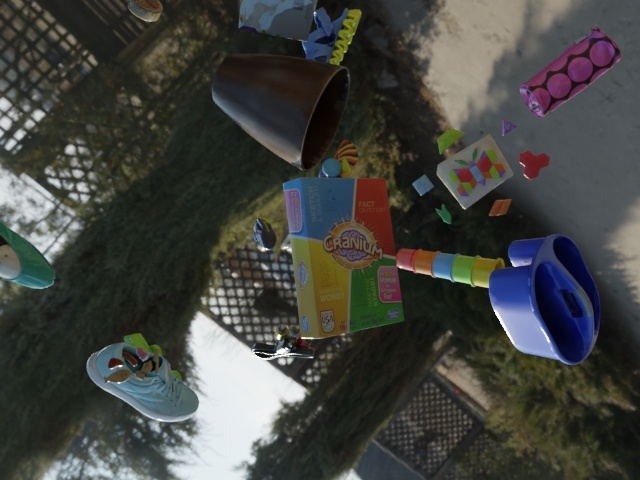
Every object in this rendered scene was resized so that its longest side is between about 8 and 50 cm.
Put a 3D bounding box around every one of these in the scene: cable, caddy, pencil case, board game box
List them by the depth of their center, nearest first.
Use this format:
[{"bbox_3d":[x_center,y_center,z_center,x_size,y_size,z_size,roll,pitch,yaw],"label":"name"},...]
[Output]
[{"bbox_3d":[-0.090,-0.548,1.168,0.142,0.144,0.275,6,-136,-14],"label":"board game box"},{"bbox_3d":[0.052,0.029,1.199,0.242,0.317,0.064,-5,176,-39],"label":"board game box"},{"bbox_3d":[0.542,-0.369,1.260,0.098,0.209,0.095,39,-163,-37],"label":"pencil case"},{"bbox_3d":[0.571,0.143,1.404,0.179,0.241,0.341,-1,130,53],"label":"caddy"},{"bbox_3d":[-0.107,0.311,1.709,0.139,0.072,0.287,27,154,-15],"label":"cable"}]

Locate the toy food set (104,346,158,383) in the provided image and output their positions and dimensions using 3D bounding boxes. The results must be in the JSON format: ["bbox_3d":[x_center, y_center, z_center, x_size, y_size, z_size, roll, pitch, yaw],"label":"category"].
[{"bbox_3d":[-0.423,0.280,1.291,0.019,0.122,0.078,85,178,-66],"label":"toy food set"}]

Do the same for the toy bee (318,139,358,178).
[{"bbox_3d":[0.062,-0.219,2.127,0.162,0.298,0.195,38,-178,1],"label":"toy bee"}]

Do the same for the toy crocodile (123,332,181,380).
[{"bbox_3d":[-0.641,0.498,2.182,0.340,0.105,0.115,51,-157,11],"label":"toy crocodile"}]

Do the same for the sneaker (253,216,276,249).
[{"bbox_3d":[-0.179,-0.013,1.812,0.053,0.059,0.144,17,-148,-29],"label":"sneaker"}]

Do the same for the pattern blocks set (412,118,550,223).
[{"bbox_3d":[0.437,-0.193,1.609,0.285,0.325,0.026,43,-161,1],"label":"pattern blocks set"}]

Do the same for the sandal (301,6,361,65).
[{"bbox_3d":[0.002,-0.574,1.736,0.138,0.317,0.126,25,172,-2],"label":"sandal"}]

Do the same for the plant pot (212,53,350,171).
[{"bbox_3d":[-0.090,-0.279,1.139,0.230,0.215,0.215,24,170,11],"label":"plant pot"}]

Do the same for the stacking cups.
[{"bbox_3d":[0.366,0.072,1.669,0.316,0.096,0.096,10,155,35],"label":"stacking cups"}]

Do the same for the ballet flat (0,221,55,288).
[{"bbox_3d":[-0.582,0.005,1.002,0.247,0.083,0.087,48,-159,-7],"label":"ballet flat"}]

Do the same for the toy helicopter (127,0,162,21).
[{"bbox_3d":[-0.507,-0.703,1.489,0.235,0.140,0.355,0,-126,-43],"label":"toy helicopter"}]

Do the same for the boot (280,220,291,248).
[{"bbox_3d":[0.000,0.000,1.658,0.206,0.090,0.248,17,164,-13],"label":"boot"}]

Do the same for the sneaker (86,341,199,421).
[{"bbox_3d":[-0.463,0.400,1.614,0.366,0.150,0.135,37,-146,-36],"label":"sneaker"}]
